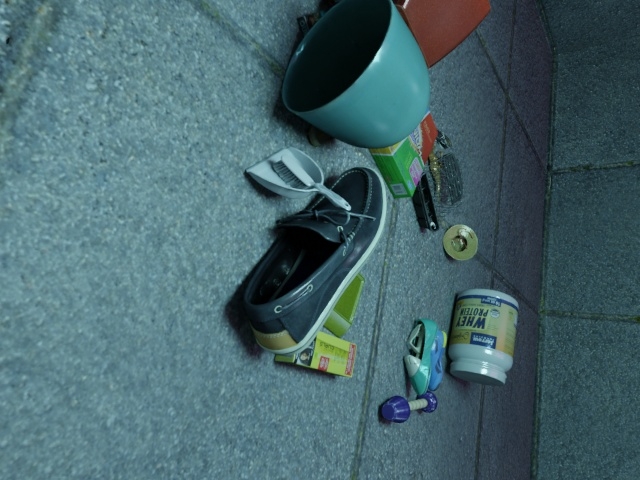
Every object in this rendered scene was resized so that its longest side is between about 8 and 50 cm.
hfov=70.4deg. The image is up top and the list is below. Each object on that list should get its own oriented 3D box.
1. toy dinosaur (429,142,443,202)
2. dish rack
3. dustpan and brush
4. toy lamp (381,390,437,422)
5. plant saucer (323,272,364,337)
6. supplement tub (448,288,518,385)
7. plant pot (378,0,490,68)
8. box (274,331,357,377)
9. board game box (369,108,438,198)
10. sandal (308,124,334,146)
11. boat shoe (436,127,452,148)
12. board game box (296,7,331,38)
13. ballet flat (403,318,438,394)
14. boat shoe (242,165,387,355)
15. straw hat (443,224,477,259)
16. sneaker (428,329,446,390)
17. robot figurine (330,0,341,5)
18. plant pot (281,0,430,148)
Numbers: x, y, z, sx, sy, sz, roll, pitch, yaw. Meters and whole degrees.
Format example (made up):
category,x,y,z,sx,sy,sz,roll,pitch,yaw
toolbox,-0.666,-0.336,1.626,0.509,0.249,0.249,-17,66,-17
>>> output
category,x,y,z,sx,sy,sz,roll,pitch,yaw
toy dinosaur,0.420,-0.252,1.637,0.112,0.064,0.211,-30,113,-30
dish rack,0.419,-0.177,1.562,0.271,0.074,0.208,-32,116,-29
dustpan and brush,-0.028,-0.119,0.936,0.211,0.060,0.147,43,45,5
toy lamp,0.273,0.506,1.388,0.274,0.080,0.080,13,78,-52
plant saucer,0.046,0.124,1.132,0.188,0.045,0.188,45,55,-42
supplement tub,0.609,0.363,1.706,0.228,0.228,0.316,41,57,-44
plant pot,0.202,-0.555,1.075,0.267,0.267,0.236,45,69,-45
box,-0.004,0.258,1.051,0.232,0.058,0.087,33,62,-47
board game box,0.260,-0.327,1.411,0.242,0.064,0.316,55,49,-36
sandal,0.034,-0.287,1.127,0.180,0.049,0.072,-48,125,-42
boat shoe,0.449,-0.379,1.679,0.125,0.038,0.046,37,60,-46
board game box,0.014,-0.467,1.128,0.126,0.026,0.186,-45,123,-44
ballet flat,0.311,0.362,1.452,0.087,0.083,0.247,25,62,-12
boat shoe,0.000,0.000,0.970,0.500,0.186,0.156,-58,137,-29
straw hat,0.530,0.016,1.748,0.061,0.144,0.144,110,-7,-71
sneaker,0.370,0.402,1.539,0.082,0.069,0.209,10,86,-26
robot figurine,0.097,-0.667,1.194,0.291,0.085,0.211,10,82,-52
plant pot,0.100,-0.340,0.994,0.235,0.293,0.293,30,66,-40
